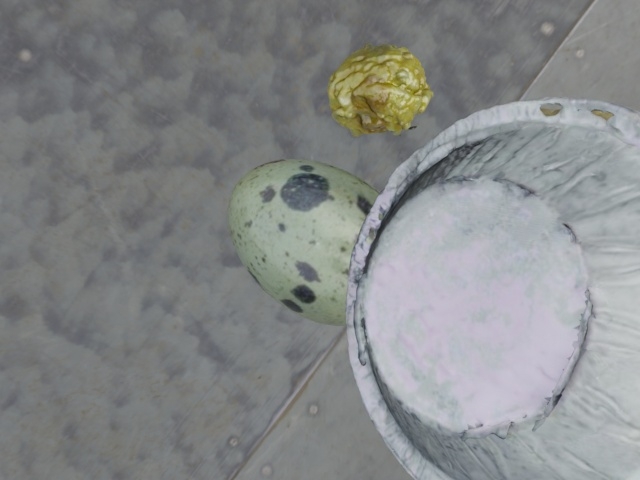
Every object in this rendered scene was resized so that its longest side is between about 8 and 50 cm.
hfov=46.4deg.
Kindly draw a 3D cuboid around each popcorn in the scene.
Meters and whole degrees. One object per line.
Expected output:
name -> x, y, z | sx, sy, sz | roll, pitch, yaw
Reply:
popcorn -> 0.141, -0.344, 1.767 | 0.249, 0.225, 0.249 | -12, 45, 13

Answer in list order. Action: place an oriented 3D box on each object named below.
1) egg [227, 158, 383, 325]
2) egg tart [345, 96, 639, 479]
egg -> 0.000, 0.000, 1.420 | 0.379, 0.287, 0.288 | 38, 86, -17
egg tart -> 0.094, 0.035, 0.384 | 0.234, 0.094, 0.234 | -8, 78, 43
